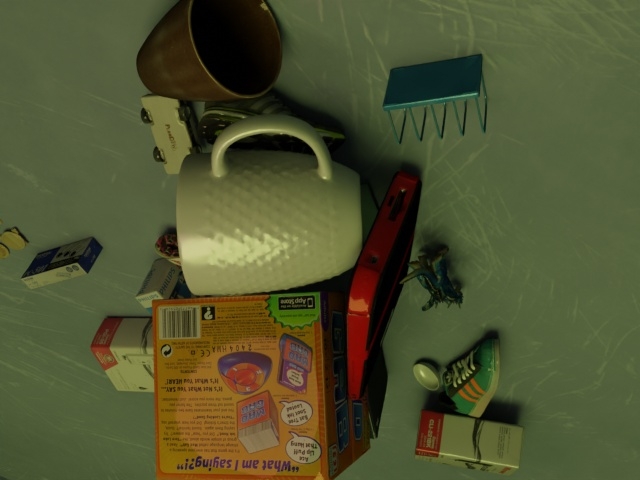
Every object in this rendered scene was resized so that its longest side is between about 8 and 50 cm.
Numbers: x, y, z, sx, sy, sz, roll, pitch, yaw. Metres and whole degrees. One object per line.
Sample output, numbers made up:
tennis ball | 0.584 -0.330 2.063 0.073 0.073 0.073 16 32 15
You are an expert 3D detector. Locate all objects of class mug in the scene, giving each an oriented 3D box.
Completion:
mug | -0.087 -0.073 1.436 0.328 0.276 0.374 -3 132 3

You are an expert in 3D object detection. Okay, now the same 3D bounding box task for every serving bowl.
serving bowl | 0.284 0.351 2.002 0.083 0.027 0.083 33 143 29

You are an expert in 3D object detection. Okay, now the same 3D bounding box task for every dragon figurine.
dragon figurine | 0.253 0.103 1.664 0.085 0.289 0.144 -17 92 18

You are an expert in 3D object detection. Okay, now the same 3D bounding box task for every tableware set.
tableware set | -0.862 -0.009 2.010 0.169 0.020 0.141 -28 122 34

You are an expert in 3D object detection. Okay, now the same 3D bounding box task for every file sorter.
file sorter | 0.215 -0.252 1.395 0.170 0.118 0.104 -5 135 21

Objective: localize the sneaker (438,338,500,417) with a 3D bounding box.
sneaker | 0.375 0.350 1.932 0.121 0.108 0.302 9 136 2

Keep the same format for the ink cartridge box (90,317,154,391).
ink cartridge box | -0.466 0.323 2.144 0.283 0.117 0.207 -1 132 18

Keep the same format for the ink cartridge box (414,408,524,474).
ink cartridge box | 0.399 0.551 2.071 0.273 0.114 0.197 7 158 9

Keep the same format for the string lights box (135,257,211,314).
string lights box | -0.348 0.177 1.957 0.077 0.133 0.259 -15 127 29

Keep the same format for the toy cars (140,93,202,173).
toy cars | -0.222 -0.175 1.623 0.394 0.087 0.176 38 127 -16

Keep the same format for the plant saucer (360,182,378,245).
plant saucer | 0.103 -0.051 1.690 0.067 0.018 0.192 -7 130 22

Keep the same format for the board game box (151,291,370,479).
board game box | -0.111 0.293 1.618 0.357 0.356 0.356 -4 174 16

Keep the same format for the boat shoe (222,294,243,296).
boat shoe | -0.206 0.127 1.944 0.100 0.035 0.035 -30 146 32

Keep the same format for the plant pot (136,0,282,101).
plant pot | -0.227 -0.341 1.395 0.231 0.215 0.215 -9 131 41

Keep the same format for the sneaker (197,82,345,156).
sneaker | -0.089 -0.240 1.501 0.300 0.121 0.111 11 154 -21

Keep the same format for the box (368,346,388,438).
box | -0.049 0.330 1.964 0.396 0.212 0.293 1 133 16

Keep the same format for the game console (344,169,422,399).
game console | 0.123 0.082 1.550 0.060 0.386 0.341 16 136 12

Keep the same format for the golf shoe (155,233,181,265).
golf shoe | -0.315 0.038 1.874 0.186 0.067 0.086 25 163 -11

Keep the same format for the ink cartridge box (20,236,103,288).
ink cartridge box | -0.667 0.059 1.963 0.207 0.097 0.046 -15 127 27
